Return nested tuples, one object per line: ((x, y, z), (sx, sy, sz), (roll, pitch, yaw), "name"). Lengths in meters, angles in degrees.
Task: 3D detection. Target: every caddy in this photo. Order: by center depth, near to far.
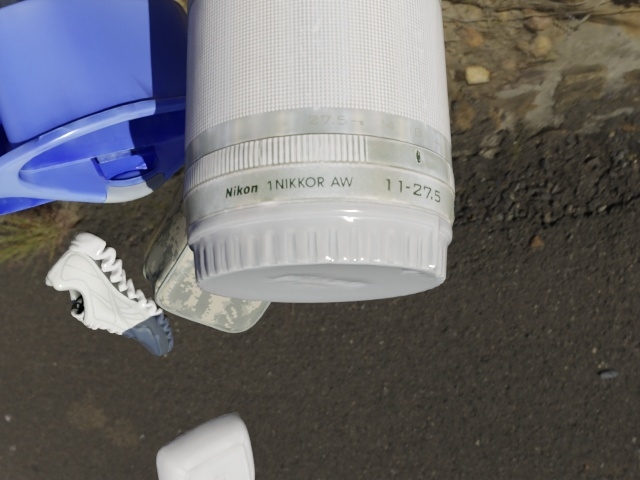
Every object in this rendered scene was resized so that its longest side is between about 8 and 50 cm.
((-0.236, -0.126, 0.722), (0.241, 0.341, 0.179), (-24, 93, 33), "caddy")

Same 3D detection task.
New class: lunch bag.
((-0.163, -0.037, 1.156), (0.305, 0.212, 0.256), (-57, 38, 12), "lunch bag")

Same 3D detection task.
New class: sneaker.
((-0.371, 0.119, 1.196), (0.110, 0.118, 0.292), (7, 139, 41), "sneaker")

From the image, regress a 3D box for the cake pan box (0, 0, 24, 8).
((-0.446, -0.361, 0.994), (0.246, 0.266, 0.070), (58, 165, 6), "cake pan box")

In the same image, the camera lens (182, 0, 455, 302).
((-0.003, -0.097, 0.565), (0.219, 0.219, 0.274), (-11, 74, 38), "camera lens")

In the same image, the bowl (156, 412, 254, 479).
((-0.155, 0.334, 0.967), (0.053, 0.142, 0.142), (27, 130, 48), "bowl")
